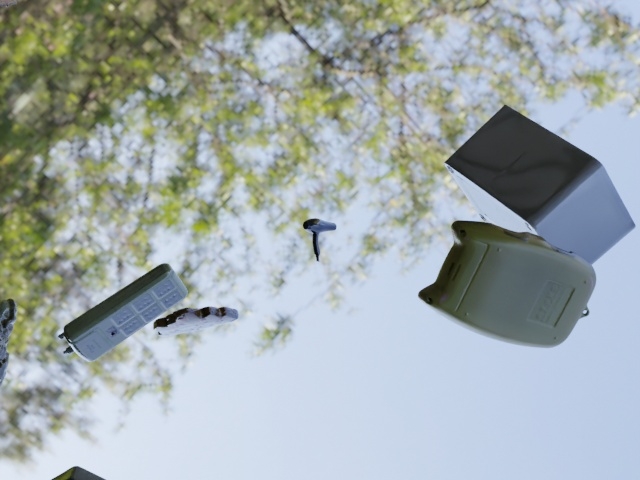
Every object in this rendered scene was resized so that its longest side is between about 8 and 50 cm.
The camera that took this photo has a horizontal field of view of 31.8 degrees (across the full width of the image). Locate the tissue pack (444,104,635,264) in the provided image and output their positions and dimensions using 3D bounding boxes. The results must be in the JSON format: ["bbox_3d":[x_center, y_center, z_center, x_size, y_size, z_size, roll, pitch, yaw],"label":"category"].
[{"bbox_3d":[0.325,-0.072,1.697,0.136,0.159,0.246,-41,-141,-2],"label":"tissue pack"}]

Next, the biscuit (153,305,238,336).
[{"bbox_3d":[-0.177,0.116,1.620,0.119,0.130,0.019,141,-61,-61],"label":"biscuit"}]

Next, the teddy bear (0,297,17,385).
[{"bbox_3d":[-0.500,0.136,1.391,0.256,0.156,0.267,3,-124,33],"label":"teddy bear"}]

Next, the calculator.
[{"bbox_3d":[0.259,0.065,1.495,0.033,0.236,0.157,-113,-137,-66],"label":"calculator"}]

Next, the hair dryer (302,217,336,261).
[{"bbox_3d":[0.000,0.000,2.122,0.031,0.079,0.083,-9,-100,44],"label":"hair dryer"}]

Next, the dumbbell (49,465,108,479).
[{"bbox_3d":[-0.315,0.402,1.365,0.144,0.160,0.325,-58,-172,7],"label":"dumbbell"}]

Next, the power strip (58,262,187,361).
[{"bbox_3d":[-0.244,0.093,1.382,0.169,0.076,0.028,-34,-119,-6],"label":"power strip"}]

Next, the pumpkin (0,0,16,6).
[{"bbox_3d":[-0.507,-0.364,1.685,0.074,0.054,0.083,-22,-153,-40],"label":"pumpkin"}]
